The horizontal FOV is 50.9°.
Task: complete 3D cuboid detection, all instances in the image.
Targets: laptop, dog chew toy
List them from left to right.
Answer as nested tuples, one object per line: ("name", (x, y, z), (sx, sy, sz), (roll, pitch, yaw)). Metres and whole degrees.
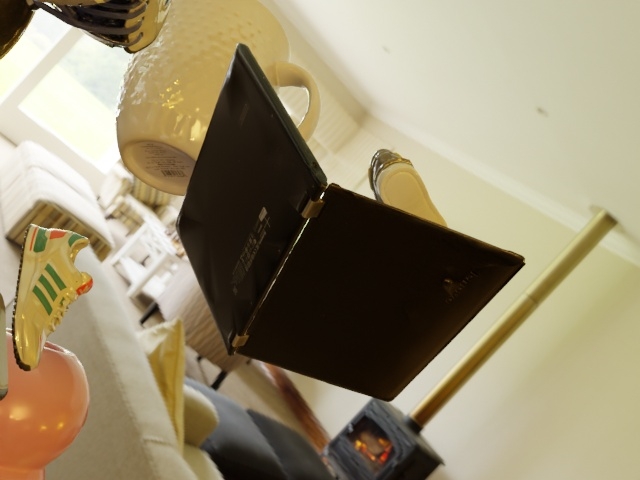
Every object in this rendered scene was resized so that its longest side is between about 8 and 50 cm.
("dog chew toy", (-0.443, 0.287, 0.881), (0.206, 0.332, 0.206), (20, -11, 4))
("laptop", (0.000, 0.000, 0.975), (0.236, 0.382, 0.408), (-8, 56, -34))

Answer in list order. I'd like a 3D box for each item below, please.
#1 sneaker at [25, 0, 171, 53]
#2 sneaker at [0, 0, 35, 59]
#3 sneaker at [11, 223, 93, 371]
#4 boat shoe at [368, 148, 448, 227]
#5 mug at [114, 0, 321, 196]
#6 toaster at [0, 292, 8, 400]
("sneaker", (-0.137, -0.193, 0.448), (0.127, 0.182, 0.315), (21, 36, -15))
("sneaker", (-0.301, -0.250, 0.633), (0.090, 0.270, 0.145), (31, -5, -25))
("sneaker", (-0.283, 0.059, 0.718), (0.075, 0.161, 0.057), (5, -28, -20))
("boat shoe", (0.174, -0.055, 1.324), (0.305, 0.109, 0.091), (60, 2, -44))
("mug", (-0.183, -0.252, 1.232), (0.374, 0.328, 0.276), (10, -30, 11))
("toaster", (-0.363, 0.086, 0.531), (0.185, 0.168, 0.110), (109, -23, -76))
